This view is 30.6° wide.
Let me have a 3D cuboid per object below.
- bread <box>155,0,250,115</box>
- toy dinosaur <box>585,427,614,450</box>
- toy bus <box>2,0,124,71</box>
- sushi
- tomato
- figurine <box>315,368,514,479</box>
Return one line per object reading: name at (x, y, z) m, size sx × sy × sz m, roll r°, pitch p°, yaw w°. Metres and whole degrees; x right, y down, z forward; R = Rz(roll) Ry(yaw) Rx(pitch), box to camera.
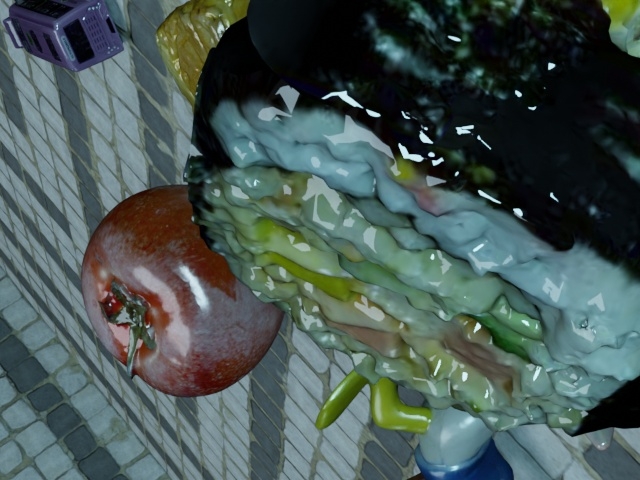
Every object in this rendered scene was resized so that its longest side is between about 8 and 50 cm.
bread at (-0.030, -0.109, 1.082) m, size 0.294 × 0.132 × 0.167 m, roll 61°, pitch 157°, yaw -12°
toy dinosaur at (0.181, 0.110, 0.962) m, size 0.177 × 0.152 × 0.194 m, roll 58°, pitch 166°, yaw -29°
toy bus at (-0.333, -0.277, 1.504) m, size 0.178 × 0.098 × 0.087 m, roll 26°, pitch 145°, yaw 51°
sushi at (0.104, -0.070, 0.715) m, size 0.328 × 0.285 × 0.328 m, roll 27°, pitch 157°, yaw 10°
tomato at (-0.165, 0.057, 1.468) m, size 0.270 × 0.227 × 0.270 m, roll 23°, pitch 128°, yaw 32°
figurine at (0.151, 0.279, 1.201) m, size 0.338 × 0.204 × 0.283 m, roll 36°, pitch 128°, yaw 14°
